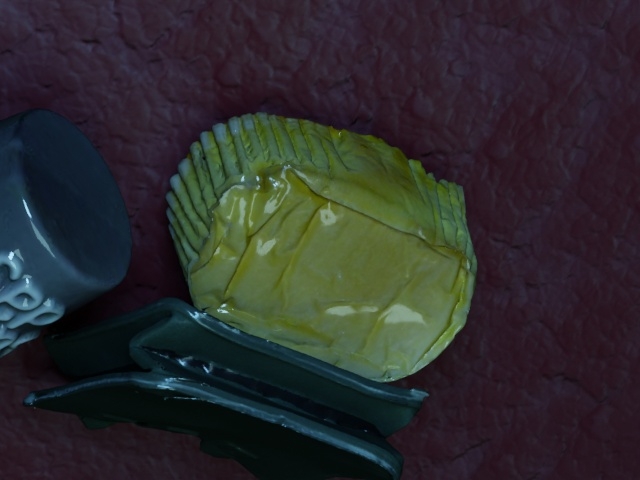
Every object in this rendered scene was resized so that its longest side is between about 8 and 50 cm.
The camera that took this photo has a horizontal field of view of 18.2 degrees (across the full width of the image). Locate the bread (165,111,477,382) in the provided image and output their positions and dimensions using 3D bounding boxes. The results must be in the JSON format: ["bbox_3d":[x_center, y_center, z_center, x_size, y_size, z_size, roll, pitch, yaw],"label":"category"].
[{"bbox_3d":[0.000,0.000,1.608,0.250,0.133,0.179,18,112,-20],"label":"bread"}]

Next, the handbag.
[{"bbox_3d":[-0.079,0.131,1.600,0.247,0.260,0.079,23,71,-26],"label":"handbag"}]

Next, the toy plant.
[{"bbox_3d":[-0.348,0.047,1.514,0.400,0.279,0.185,-26,84,21],"label":"toy plant"}]
